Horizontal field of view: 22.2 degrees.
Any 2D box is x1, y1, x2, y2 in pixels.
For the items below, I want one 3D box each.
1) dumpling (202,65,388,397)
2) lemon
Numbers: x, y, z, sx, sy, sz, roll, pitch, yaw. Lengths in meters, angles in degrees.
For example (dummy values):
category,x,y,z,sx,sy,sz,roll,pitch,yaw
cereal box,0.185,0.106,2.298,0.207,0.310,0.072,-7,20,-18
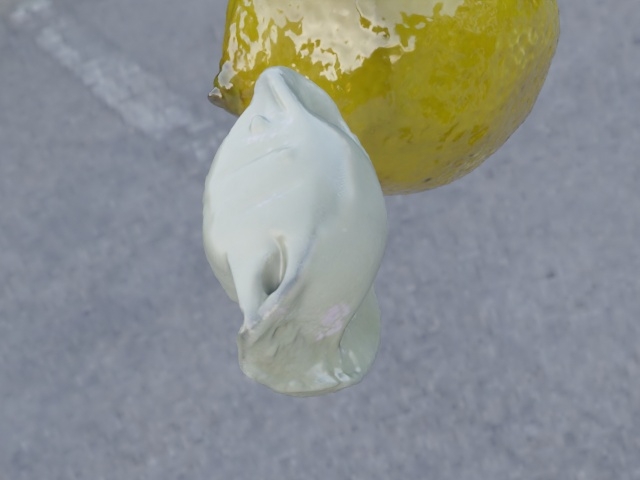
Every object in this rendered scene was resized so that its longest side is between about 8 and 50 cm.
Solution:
category,x,y,z,sx,sy,sz,roll,pitch,yaw
dumpling,0.001,-0.002,0.881,0.100,0.134,0.169,-35,48,18
lemon,0.052,-0.149,1.155,0.228,0.228,0.253,5,25,33
